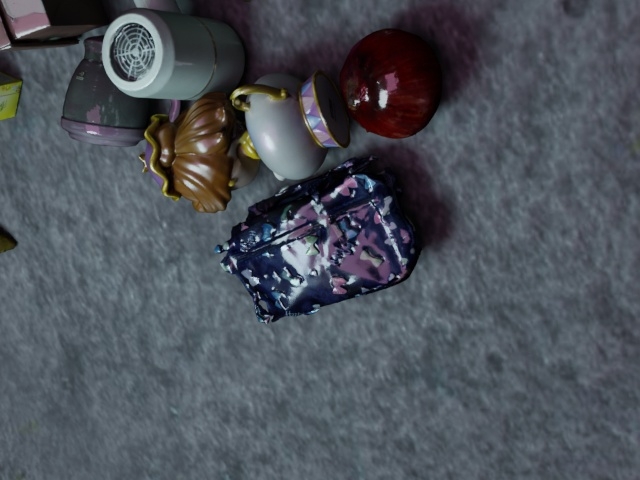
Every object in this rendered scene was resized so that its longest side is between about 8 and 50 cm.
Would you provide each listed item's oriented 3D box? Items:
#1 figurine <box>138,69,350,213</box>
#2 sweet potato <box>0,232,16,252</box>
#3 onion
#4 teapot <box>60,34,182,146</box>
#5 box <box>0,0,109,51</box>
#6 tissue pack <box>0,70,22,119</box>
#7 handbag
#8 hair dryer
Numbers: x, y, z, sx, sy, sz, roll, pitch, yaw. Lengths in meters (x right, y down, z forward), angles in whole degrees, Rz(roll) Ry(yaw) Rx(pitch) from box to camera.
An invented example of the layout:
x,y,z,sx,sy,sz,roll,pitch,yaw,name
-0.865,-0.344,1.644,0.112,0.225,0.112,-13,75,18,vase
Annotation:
x,y,z,sx,sy,sz,roll,pitch,yaw,name
-0.102,-0.125,1.148,0.263,0.142,0.189,-17,144,19,figurine
-0.645,-0.023,1.373,0.346,0.079,0.108,26,83,-18,sweet potato
0.083,-0.183,1.077,0.131,0.131,0.131,7,110,19,onion
-0.269,-0.200,1.214,0.148,0.116,0.146,13,101,21,teapot
-0.370,-0.353,1.146,0.086,0.215,0.215,-16,101,11,box
-0.535,-0.229,1.312,0.176,0.095,0.062,26,114,11,tissue pack
0.000,0.000,1.176,0.260,0.113,0.162,-23,103,25,handbag
-0.236,-0.339,1.141,0.107,0.173,0.357,-30,82,26,hair dryer
